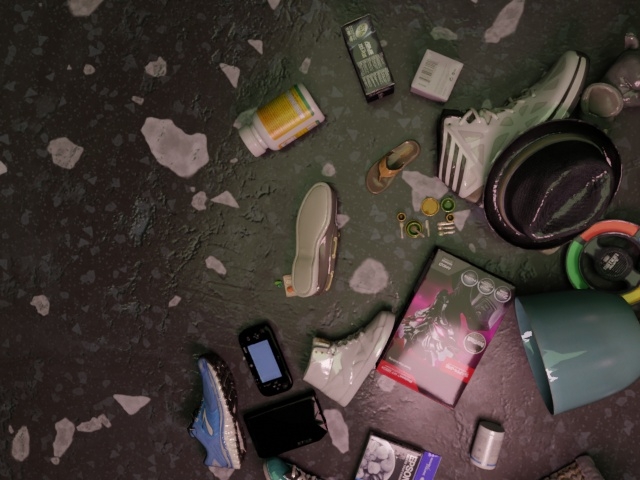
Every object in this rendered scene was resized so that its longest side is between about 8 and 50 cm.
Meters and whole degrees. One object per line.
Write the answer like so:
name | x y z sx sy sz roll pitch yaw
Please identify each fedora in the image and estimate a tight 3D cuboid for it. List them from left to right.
fedora | 0.543 -0.106 1.375 0.335 0.152 0.333 1 111 2

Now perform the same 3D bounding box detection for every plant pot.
plant pot | 0.627 0.246 1.447 0.235 0.293 0.292 -16 93 9

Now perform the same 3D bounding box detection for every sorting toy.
sorting toy | -0.084 0.124 1.657 0.084 0.012 0.061 -10 94 6

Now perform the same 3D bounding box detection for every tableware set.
tableware set | 0.281 -0.060 1.598 0.154 0.024 0.103 -5 94 7

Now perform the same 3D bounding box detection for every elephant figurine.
elephant figurine | 0.697 -0.339 1.475 0.240 0.169 0.185 -29 62 23

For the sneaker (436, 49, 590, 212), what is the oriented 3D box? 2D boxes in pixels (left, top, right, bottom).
sneaker | 0.443 -0.309 1.487 0.258 0.169 0.447 32 100 1

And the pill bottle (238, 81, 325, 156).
pill bottle | -0.104 -0.309 1.571 0.209 0.117 0.117 -32 91 8

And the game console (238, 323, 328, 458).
game console | -0.135 0.410 1.671 0.213 0.044 0.361 -22 92 7

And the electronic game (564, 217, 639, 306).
electronic game | 0.738 0.058 1.523 0.230 0.048 0.229 0 90 22

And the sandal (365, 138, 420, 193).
sandal | 0.188 -0.198 1.583 0.180 0.049 0.072 -42 89 8

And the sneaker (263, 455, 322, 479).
sneaker | -0.026 0.689 1.656 0.121 0.108 0.302 -41 98 7

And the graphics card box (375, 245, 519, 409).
graphics card box | 0.325 0.227 1.583 0.233 0.094 0.370 27 96 4

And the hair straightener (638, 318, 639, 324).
hair straightener | 0.804 0.238 1.536 0.231 0.047 0.089 -35 135 8

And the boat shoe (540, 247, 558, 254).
boat shoe | 0.636 -0.094 1.524 0.094 0.109 0.302 33 109 -26

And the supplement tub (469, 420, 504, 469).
supplement tub | 0.444 0.546 1.608 0.071 0.071 0.107 15 96 5

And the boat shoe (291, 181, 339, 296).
boat shoe | -0.003 -0.001 1.600 0.109 0.091 0.304 13 95 42

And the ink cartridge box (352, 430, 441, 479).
ink cartridge box | 0.202 0.655 1.656 0.209 0.045 0.206 19 96 3

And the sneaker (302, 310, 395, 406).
sneaker | 0.065 0.284 1.608 0.169 0.108 0.292 31 98 0

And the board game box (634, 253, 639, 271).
board game box | 0.938 0.018 1.524 0.214 0.046 0.317 18 96 5

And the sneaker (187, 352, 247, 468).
sneaker | -0.304 0.474 1.652 0.147 0.130 0.329 -9 94 4

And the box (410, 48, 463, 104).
box | 0.293 -0.414 1.535 0.102 0.087 0.101 24 97 3

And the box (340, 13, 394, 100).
box | 0.121 -0.453 1.520 0.078 0.147 0.180 -20 92 8

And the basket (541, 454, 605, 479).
basket | 0.664 0.779 1.476 0.267 0.331 0.328 -32 90 10
